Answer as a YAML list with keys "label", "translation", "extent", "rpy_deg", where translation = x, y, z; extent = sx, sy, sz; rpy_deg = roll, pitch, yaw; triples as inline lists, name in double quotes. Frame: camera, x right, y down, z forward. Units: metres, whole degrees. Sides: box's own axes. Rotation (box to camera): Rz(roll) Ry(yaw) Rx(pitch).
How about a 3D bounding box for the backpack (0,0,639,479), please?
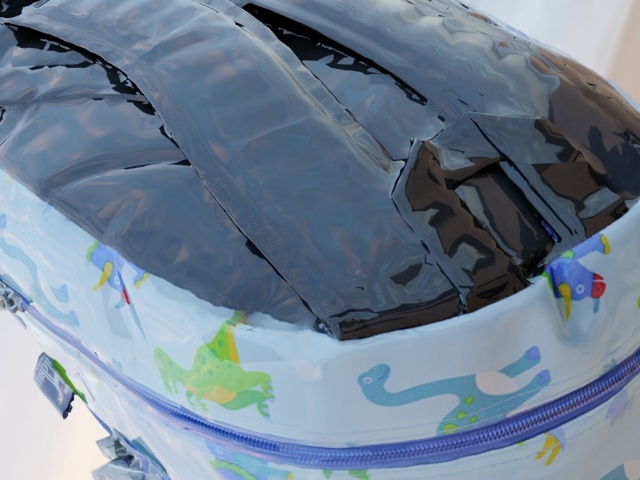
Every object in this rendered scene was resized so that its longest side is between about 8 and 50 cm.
- label: "backpack"
  translation: [0.000, 0.000, 0.624]
  extent: [0.355, 0.290, 0.273]
  rpy_deg: [16, 123, 56]
